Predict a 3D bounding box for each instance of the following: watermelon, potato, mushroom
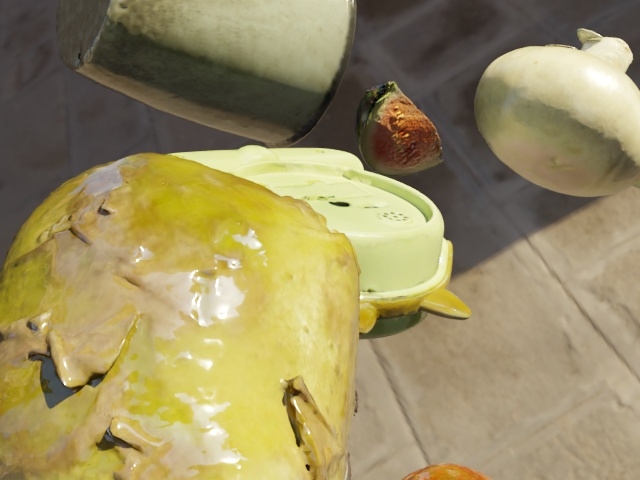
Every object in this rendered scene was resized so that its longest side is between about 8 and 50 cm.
[{"bbox_3d":[0.119,-0.165,1.834,0.119,0.245,0.063,-20,56,15],"label":"watermelon"},{"bbox_3d":[-0.103,0.064,0.678,0.247,0.196,0.299,-10,23,12],"label":"potato"},{"bbox_3d":[0.325,-0.171,1.502,0.246,0.246,0.202,23,83,57],"label":"mushroom"}]

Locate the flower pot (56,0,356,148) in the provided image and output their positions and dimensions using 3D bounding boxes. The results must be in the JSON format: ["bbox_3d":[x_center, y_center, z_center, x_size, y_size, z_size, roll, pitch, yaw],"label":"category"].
[{"bbox_3d":[-0.160,-0.299,1.563,0.294,0.330,0.293,-22,63,51],"label":"flower pot"}]

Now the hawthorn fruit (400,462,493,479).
[{"bbox_3d":[0.227,0.620,2.087,0.403,0.402,0.402,-26,31,17],"label":"hawthorn fruit"}]

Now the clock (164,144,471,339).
[{"bbox_3d":[0.000,0.000,1.237,0.286,0.117,0.348,-5,24,-35],"label":"clock"}]

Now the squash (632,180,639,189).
[{"bbox_3d":[0.625,-0.141,2.034,0.118,0.118,0.370,-40,11,-7],"label":"squash"}]
